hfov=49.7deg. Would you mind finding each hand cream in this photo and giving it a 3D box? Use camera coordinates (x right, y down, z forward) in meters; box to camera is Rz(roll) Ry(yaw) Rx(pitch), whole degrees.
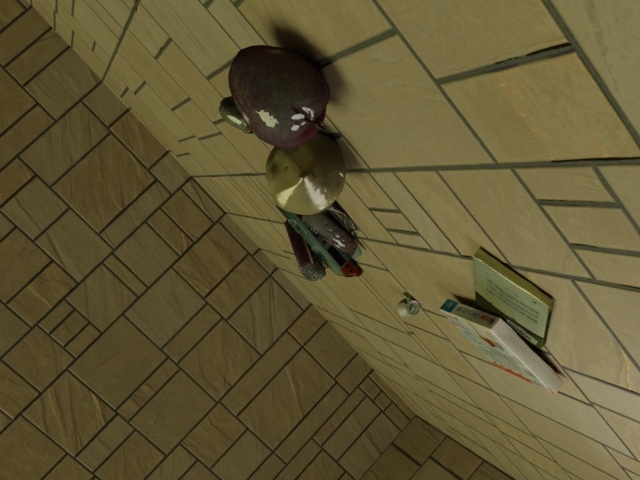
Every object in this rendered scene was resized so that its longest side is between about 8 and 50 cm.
[{"bbox_3d":[0.056,-0.077,2.091,0.163,0.039,0.062,45,168,-34],"label":"hand cream"}]

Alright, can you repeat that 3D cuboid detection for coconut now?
[{"bbox_3d":[-0.036,-0.168,1.680,0.224,0.224,0.224,42,168,11],"label":"coconut"}]

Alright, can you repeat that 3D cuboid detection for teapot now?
[{"bbox_3d":[0.288,0.212,2.260,0.064,0.064,0.083,158,98,-69],"label":"teapot"}]

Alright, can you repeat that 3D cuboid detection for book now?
[{"bbox_3d":[0.432,0.140,1.569,0.201,0.026,0.289,39,167,26],"label":"book"}]

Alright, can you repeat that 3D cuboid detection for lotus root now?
[{"bbox_3d":[-0.220,-0.352,1.959,0.165,0.088,0.088,32,166,10],"label":"lotus root"}]

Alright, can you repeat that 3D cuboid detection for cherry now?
[{"bbox_3d":[-0.078,-0.291,1.416,0.266,0.183,0.213,45,159,7],"label":"cherry"}]

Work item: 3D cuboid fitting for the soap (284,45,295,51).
[{"bbox_3d":[-0.060,-0.382,1.463,0.034,0.012,0.089,38,167,17],"label":"soap"}]

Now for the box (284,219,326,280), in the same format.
[{"bbox_3d":[-0.056,0.028,2.498,0.120,0.069,0.224,41,-156,-55],"label":"box"}]

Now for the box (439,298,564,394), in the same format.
[{"bbox_3d":[0.466,0.271,1.807,0.265,0.048,0.273,43,173,-17],"label":"box"}]

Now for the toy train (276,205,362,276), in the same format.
[{"bbox_3d":[0.000,0.000,2.418,0.409,0.089,0.086,51,162,-27],"label":"toy train"}]

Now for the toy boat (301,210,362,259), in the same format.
[{"bbox_3d":[0.041,-0.033,2.228,0.227,0.085,0.155,37,180,-20],"label":"toy boat"}]

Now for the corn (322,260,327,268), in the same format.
[{"bbox_3d":[-0.012,0.078,2.692,0.106,0.106,0.293,44,169,3],"label":"corn"}]
